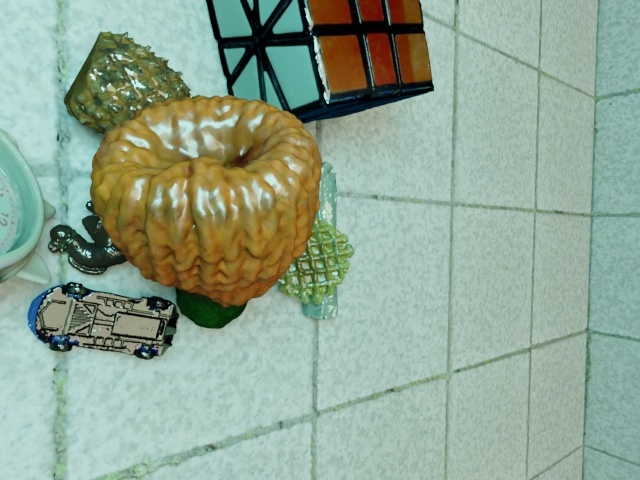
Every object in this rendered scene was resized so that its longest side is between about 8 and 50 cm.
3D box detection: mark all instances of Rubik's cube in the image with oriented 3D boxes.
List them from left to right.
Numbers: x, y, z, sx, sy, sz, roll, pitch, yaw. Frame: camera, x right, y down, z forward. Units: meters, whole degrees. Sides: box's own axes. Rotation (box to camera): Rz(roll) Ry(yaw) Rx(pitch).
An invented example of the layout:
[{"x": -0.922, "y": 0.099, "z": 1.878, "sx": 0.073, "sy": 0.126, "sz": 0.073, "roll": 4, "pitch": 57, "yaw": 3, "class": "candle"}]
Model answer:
[{"x": -0.003, "y": -0.370, "z": 0.811, "sx": 0.283, "sy": 0.288, "sz": 0.294, "roll": -18, "pitch": 104, "yaw": -36, "class": "Rubik's cube"}]

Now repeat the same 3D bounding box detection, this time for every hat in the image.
[{"x": -0.146, "y": 0.018, "z": 0.647, "sx": 0.285, "sy": 0.285, "sz": 0.400, "roll": -31, "pitch": 140, "yaw": -33, "class": "hat"}]

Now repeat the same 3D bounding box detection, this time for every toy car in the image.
[{"x": -0.336, "y": 0.126, "z": 0.706, "sx": 0.216, "sy": 0.063, "sz": 0.103, "roll": 17, "pitch": 81, "yaw": -32, "class": "toy car"}]

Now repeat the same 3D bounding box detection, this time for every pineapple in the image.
[{"x": -0.213, "y": -0.172, "z": 0.737, "sx": 0.364, "sy": 0.165, "sz": 0.166, "roll": 31, "pitch": 73, "yaw": -37, "class": "pineapple"}]

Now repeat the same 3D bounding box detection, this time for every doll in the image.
[{"x": -0.333, "y": -0.012, "z": 0.710, "sx": 0.165, "sy": 0.057, "sz": 0.139, "roll": 10, "pitch": 89, "yaw": -33, "class": "doll"}]

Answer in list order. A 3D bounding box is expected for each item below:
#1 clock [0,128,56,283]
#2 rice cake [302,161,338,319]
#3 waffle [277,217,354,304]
[{"x": -0.451, "y": -0.055, "z": 0.500, "sx": 0.324, "sy": 0.108, "sz": 0.265, "roll": 49, "pitch": 18, "yaw": -54, "class": "clock"}, {"x": 0.000, "y": 0.000, "z": 0.965, "sx": 0.063, "sy": 0.066, "sz": 0.337, "roll": -1, "pitch": 91, "yaw": -42, "class": "rice cake"}, {"x": -0.030, "y": 0.036, "z": 0.908, "sx": 0.183, "sy": 0.036, "sz": 0.169, "roll": 32, "pitch": 90, "yaw": -5, "class": "waffle"}]
